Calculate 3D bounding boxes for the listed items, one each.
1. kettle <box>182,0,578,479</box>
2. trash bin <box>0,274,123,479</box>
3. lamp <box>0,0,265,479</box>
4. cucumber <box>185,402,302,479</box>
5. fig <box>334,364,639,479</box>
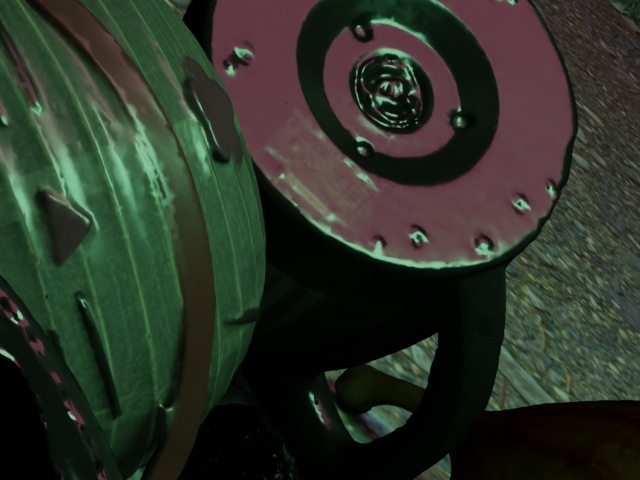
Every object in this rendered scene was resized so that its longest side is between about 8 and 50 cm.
[{"bbox_3d":[0.001,-0.016,0.876,0.250,0.271,0.207,37,57,-8],"label":"kettle"},{"bbox_3d":[-0.193,0.109,0.290,0.277,0.262,0.217,45,22,-2],"label":"trash bin"},{"bbox_3d":[-0.141,-0.010,0.657,0.265,0.233,0.233,63,22,0],"label":"lamp"},{"bbox_3d":[-0.030,0.171,0.742,0.072,0.072,0.300,32,24,-31],"label":"cucumber"},{"bbox_3d":[0.124,0.157,0.930,0.321,0.217,0.217,34,14,29],"label":"fig"}]
